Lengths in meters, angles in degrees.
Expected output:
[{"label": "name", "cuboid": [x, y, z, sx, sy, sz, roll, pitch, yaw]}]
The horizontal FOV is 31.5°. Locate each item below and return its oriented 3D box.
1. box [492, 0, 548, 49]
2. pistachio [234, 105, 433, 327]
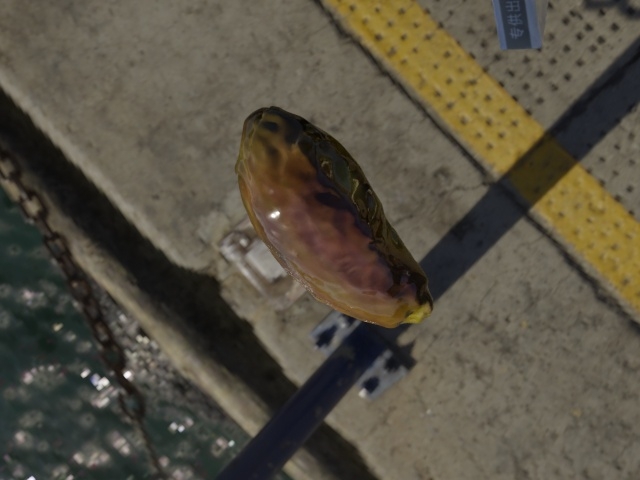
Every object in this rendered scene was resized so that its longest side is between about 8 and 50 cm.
[{"label": "box", "cuboid": [0.100, -0.210, 0.596, 0.029, 0.109, 0.198, 0, 139, 19]}, {"label": "pistachio", "cuboid": [0.000, 0.000, 0.648, 0.089, 0.049, 0.173, 8, 139, 51]}]
